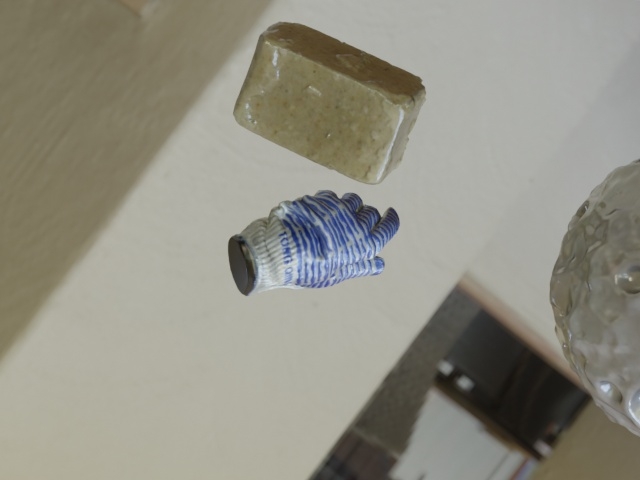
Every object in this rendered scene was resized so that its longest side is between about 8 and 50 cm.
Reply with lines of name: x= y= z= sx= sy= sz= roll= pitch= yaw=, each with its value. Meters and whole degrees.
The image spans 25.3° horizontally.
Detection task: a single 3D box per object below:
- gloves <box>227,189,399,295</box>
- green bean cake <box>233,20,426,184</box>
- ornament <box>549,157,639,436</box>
gloves: x=0.001 y=0.001 z=1.585 sx=0.229 sy=0.119 sz=0.097 roll=-22 pitch=-160 yaw=-39
green bean cake: x=0.010 y=-0.143 z=1.470 sx=0.179 sy=0.109 sz=0.085 roll=25 pitch=-149 yaw=11
ornament: x=0.406 y=0.067 z=1.488 sx=0.337 sy=0.337 sz=0.337 roll=37 pitch=-179 yaw=-1
